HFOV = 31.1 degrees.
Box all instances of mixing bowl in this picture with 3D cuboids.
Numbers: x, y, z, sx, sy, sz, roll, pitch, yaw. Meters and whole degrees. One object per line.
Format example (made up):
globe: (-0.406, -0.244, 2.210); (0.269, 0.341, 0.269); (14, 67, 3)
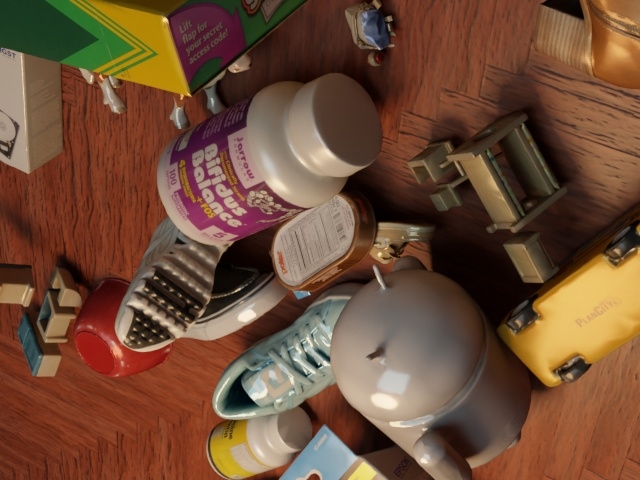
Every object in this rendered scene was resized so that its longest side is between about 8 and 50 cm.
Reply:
mixing bowl: (-0.355, 0.167, 1.967); (0.181, 0.098, 0.181); (20, 130, 25)

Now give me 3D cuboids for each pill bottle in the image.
pill bottle: (-0.098, 0.327, 1.886); (0.184, 0.103, 0.103); (-29, 101, 44)
pill bottle: (-0.067, -0.109, 1.514); (0.301, 0.169, 0.169); (-22, 105, 44)

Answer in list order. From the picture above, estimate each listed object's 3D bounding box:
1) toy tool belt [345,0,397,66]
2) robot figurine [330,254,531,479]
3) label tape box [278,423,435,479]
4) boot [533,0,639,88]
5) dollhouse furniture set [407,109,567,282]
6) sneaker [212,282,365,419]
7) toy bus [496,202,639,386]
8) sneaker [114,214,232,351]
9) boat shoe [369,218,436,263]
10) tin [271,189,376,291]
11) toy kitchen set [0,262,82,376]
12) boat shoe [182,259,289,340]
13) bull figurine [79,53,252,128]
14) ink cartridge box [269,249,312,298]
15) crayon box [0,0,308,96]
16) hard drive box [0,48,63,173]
toy tool belt: (0.067, -0.252, 1.399); (0.051, 0.052, 0.083); (-3, 119, 47)
robot figurine: (0.142, 0.166, 1.470); (0.199, 0.300, 0.353); (-22, 142, 19)
label tape box: (0.098, 0.452, 1.797); (0.347, 0.115, 0.249); (41, 123, 9)
boot: (0.335, -0.270, 1.147); (0.220, 0.109, 0.284); (23, 133, 24)
dollhouse furniture set: (0.222, -0.052, 1.422); (0.182, 0.101, 0.161); (59, 158, -13)
sneaker: (-0.032, 0.190, 1.709); (0.135, 0.150, 0.366); (48, 135, -3)
toy bus: (0.355, 0.042, 1.337); (0.108, 0.130, 0.332); (45, 135, 0)
sneaker: (-0.210, 0.037, 1.652); (0.118, 0.292, 0.110); (-7, 134, 48)
boat shoe: (0.087, 0.002, 1.545); (0.170, 0.063, 0.059); (-1, 93, 47)
tin: (0.000, 0.000, 1.567); (0.189, 0.040, 0.106); (-35, 59, 41)
toy kitchen set: (-0.531, 0.123, 2.014); (0.122, 0.166, 0.207); (56, 131, 43)
boat shoe: (-0.182, 0.076, 1.746); (0.335, 0.121, 0.119); (-14, 110, 50)
bull figurine: (-0.212, -0.255, 1.565); (0.310, 0.101, 0.188); (20, 131, 24)
ink cartridge box: (-0.033, 0.037, 1.675); (0.028, 0.048, 0.083); (-22, 106, 41)
crayon box: (-0.153, -0.318, 1.263); (0.313, 0.363, 0.106); (19, 140, 33)
hard drive box: (-0.498, -0.248, 1.789); (0.181, 0.089, 0.232); (24, 131, 20)
